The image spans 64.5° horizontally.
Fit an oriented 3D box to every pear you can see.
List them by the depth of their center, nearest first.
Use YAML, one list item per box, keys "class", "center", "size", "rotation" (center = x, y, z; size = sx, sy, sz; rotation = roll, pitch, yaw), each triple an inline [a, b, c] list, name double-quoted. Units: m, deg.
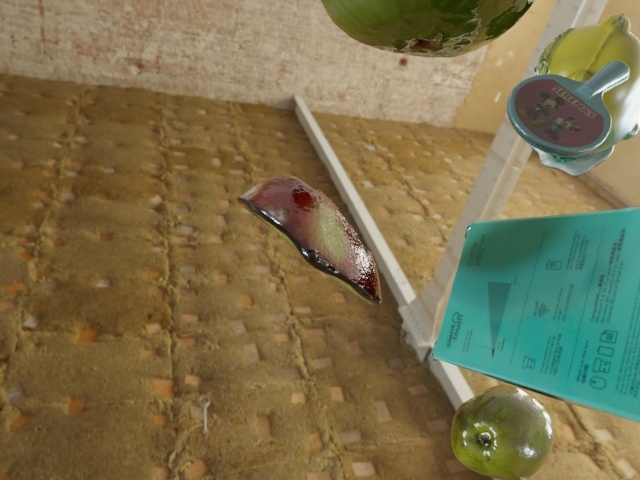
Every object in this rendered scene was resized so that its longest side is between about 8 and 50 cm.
- class: "pear"
  center: [0.506, 0.539, 1.417]
  size: [0.321, 0.269, 0.269]
  rotation: [12, -155, -48]

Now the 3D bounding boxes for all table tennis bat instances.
- class: "table tennis bat"
  center: [0.394, -0.214, 0.785]
  size: [0.244, 0.040, 0.153]
  rotation: [-34, -110, -20]

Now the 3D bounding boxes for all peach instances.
- class: "peach"
  center: [0.003, -0.003, 0.575]
  size: [0.189, 0.068, 0.279]
  rotation: [42, 178, 2]

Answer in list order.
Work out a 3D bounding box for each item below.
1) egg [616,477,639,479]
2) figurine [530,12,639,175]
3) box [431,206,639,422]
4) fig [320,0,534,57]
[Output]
- class: "egg"
  center: [0.378, 0.331, 0.610]
  size: [0.080, 0.097, 0.080]
  rotation: [-14, -167, 3]
- class: "figurine"
  center: [0.558, -0.296, 1.064]
  size: [0.231, 0.324, 0.340]
  rotation: [30, 176, 25]
- class: "box"
  center: [0.286, 0.080, 0.580]
  size: [0.118, 0.205, 0.311]
  rotation: [24, 168, -22]
- class: "fig"
  center: [0.136, -0.394, 0.614]
  size: [0.316, 0.316, 0.316]
  rotation: [10, -146, -7]
